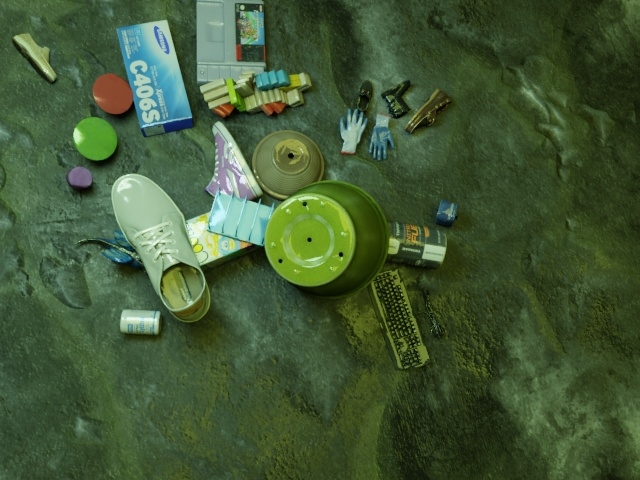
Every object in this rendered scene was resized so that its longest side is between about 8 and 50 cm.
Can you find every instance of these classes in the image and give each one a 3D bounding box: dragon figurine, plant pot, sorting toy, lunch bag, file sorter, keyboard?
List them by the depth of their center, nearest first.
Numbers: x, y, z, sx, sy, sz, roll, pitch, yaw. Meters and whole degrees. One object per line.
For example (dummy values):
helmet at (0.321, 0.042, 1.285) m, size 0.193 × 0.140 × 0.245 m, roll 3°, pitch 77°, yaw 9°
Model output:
plant pot at (0.000, 0.000, 1.600) m, size 0.365 × 0.353 × 0.367 m, roll 0°, pitch 91°, yaw 10°
file sorter at (-0.223, -0.069, 1.616) m, size 0.170 × 0.104 × 0.118 m, roll 16°, pitch 77°, yaw -7°
dragon figurine at (-0.576, 0.028, 1.666) m, size 0.289 × 0.144 × 0.085 m, roll 26°, pitch 75°, yaw -3°
sorting toy at (-0.696, -0.327, 1.748) m, size 0.127 × 0.126 × 0.366 m, roll 24°, pitch 77°, yaw -37°
keyboard at (0.284, 0.239, 1.818) m, size 0.201 × 0.033 × 0.318 m, roll -17°, pitch 82°, yaw -12°
plant pot at (-0.100, -0.251, 1.820) m, size 0.237 × 0.110 × 0.238 m, roll 2°, pitch 78°, yaw -8°
lunch bag at (0.418, -0.084, 1.875) m, size 0.065 × 0.098 × 0.067 m, roll 16°, pitch 77°, yaw 13°

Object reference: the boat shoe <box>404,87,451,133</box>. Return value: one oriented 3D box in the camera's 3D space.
boat shoe at (0.369, -0.432, 1.951) m, size 0.073 × 0.073 × 0.207 m, roll 42°, pitch 75°, yaw 3°

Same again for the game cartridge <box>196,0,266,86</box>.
game cartridge at (-0.297, -0.683, 1.908) m, size 0.229 × 0.068 × 0.356 m, roll -2°, pitch 78°, yaw -5°

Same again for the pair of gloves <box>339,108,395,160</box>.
pair of gloves at (0.157, -0.353, 1.911) m, size 0.198 × 0.023 × 0.160 m, roll 8°, pitch 93°, yaw -8°

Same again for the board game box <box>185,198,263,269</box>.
board game box at (-0.325, 0.001, 1.713) m, size 0.275 × 0.144 × 0.142 m, roll -22°, pitch 83°, yaw -12°

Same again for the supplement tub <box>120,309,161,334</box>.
supplement tub at (-0.522, 0.238, 1.669) m, size 0.107 × 0.071 × 0.071 m, roll 3°, pitch 78°, yaw -9°

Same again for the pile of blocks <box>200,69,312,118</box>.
pile of blocks at (-0.193, -0.461, 1.829) m, size 0.361 × 0.149 × 0.113 m, roll -13°, pitch 80°, yaw -12°

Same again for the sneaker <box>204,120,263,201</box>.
sneaker at (-0.311, -0.230, 1.790) m, size 0.160 × 0.102 × 0.282 m, roll -27°, pitch 75°, yaw 1°

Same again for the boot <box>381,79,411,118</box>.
boot at (0.276, -0.482, 1.962) m, size 0.121 × 0.045 × 0.099 m, roll -29°, pitch 82°, yaw -6°

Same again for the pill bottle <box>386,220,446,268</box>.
pill bottle at (0.262, 0.011, 1.811) m, size 0.245 × 0.130 × 0.131 m, roll 9°, pitch 77°, yaw -7°

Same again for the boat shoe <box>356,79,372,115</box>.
boat shoe at (0.152, -0.490, 1.946) m, size 0.048 × 0.042 × 0.133 m, roll 16°, pitch 75°, yaw -3°

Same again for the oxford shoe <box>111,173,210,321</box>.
oxford shoe at (-0.430, 0.011, 1.554) m, size 0.169 × 0.130 × 0.450 m, roll -26°, pitch 84°, yaw -9°

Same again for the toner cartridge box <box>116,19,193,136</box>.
toner cartridge box at (-0.527, -0.518, 1.826) m, size 0.165 × 0.075 × 0.348 m, roll -15°, pitch 81°, yaw -13°

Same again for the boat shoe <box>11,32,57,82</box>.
boat shoe at (-0.879, -0.580, 1.791) m, size 0.072 × 0.068 × 0.190 m, roll -39°, pitch 86°, yaw -26°
